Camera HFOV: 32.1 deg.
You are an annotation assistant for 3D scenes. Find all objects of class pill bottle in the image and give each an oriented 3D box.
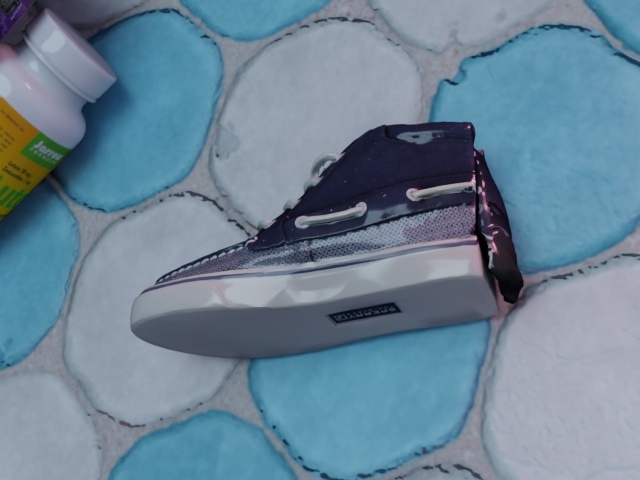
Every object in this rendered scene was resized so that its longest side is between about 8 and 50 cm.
[{"bbox_3d":[-0.330,-0.116,1.143,0.245,0.136,0.136,-44,59,6],"label":"pill bottle"}]

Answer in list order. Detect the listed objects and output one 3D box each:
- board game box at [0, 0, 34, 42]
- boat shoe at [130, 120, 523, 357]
[{"bbox_3d":[-0.394,-0.266,1.197,0.208,0.056,0.346,-51,35,-12],"label":"board game box"},{"bbox_3d":[0.000,0.000,0.962,0.340,0.127,0.158,-8,61,15],"label":"boat shoe"}]
